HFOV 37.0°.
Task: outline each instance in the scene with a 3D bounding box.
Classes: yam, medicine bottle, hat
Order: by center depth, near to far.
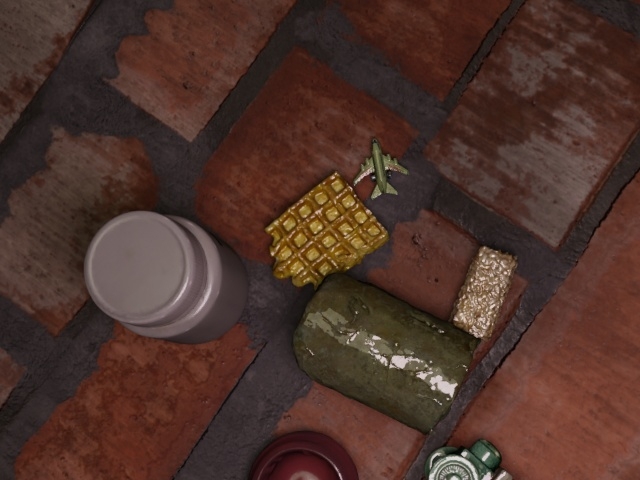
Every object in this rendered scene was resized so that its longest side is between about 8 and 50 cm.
[{"bbox_3d":[-0.256,0.065,1.615,0.208,0.340,0.208,-1,80,8],"label":"medicine bottle"},{"bbox_3d":[0.100,0.187,1.623,0.300,0.195,0.195,27,86,11],"label":"yam"},{"bbox_3d":[-0.028,0.430,1.652,0.205,0.089,0.205,-2,82,13],"label":"hat"}]

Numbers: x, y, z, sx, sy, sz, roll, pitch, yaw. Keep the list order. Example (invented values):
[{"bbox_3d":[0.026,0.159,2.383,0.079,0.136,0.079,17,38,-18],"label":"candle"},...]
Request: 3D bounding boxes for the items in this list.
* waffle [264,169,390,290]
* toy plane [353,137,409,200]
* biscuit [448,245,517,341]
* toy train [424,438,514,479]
[{"bbox_3d":[0.000,0.000,1.732,0.211,0.055,0.160,-40,77,0],"label":"waffle"},{"bbox_3d":[0.108,-0.131,1.744,0.102,0.040,0.111,-10,79,5],"label":"toy plane"},{"bbox_3d":[0.283,0.094,1.668,0.082,0.070,0.168,20,87,15],"label":"biscuit"},{"bbox_3d":[0.221,0.485,1.582,0.221,0.150,0.304,43,88,6],"label":"toy train"}]
